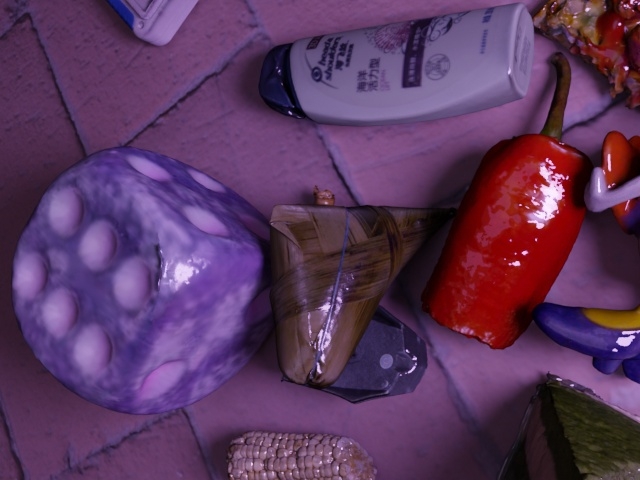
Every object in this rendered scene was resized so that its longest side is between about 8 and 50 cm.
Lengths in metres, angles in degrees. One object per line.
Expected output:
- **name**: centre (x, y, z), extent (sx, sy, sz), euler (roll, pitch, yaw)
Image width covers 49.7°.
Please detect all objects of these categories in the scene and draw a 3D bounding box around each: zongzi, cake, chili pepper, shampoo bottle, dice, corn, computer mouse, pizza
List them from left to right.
- **dice**: centre (-0.223, 0.052, 0.938), extent (0.270, 0.271, 0.270), euler (40, 106, 26)
- **corn**: centre (-0.030, 0.294, 0.922), extent (0.210, 0.087, 0.087), euler (-11, 81, 26)
- **computer mouse**: centre (0.039, 0.146, 0.902), extent (0.231, 0.071, 0.126), euler (4, 75, 37)
- **zongzi**: centre (0.059, 0.063, 0.832), extent (0.242, 0.112, 0.221), euler (-1, 73, -9)
- **shampoo bottle**: centre (0.080, -0.210, 0.880), extent (0.359, 0.078, 0.134), euler (2, 73, 33)
- **chili pepper**: centre (0.232, -0.050, 0.770), extent (0.134, 0.131, 0.338), euler (29, 100, 27)
- **cake**: centre (0.271, 0.258, 0.654), extent (0.172, 0.283, 0.158), euler (22, 98, 12)
- **pizza**: centre (0.350, -0.234, 0.753), extent (0.201, 0.053, 0.193), euler (-25, 70, 22)

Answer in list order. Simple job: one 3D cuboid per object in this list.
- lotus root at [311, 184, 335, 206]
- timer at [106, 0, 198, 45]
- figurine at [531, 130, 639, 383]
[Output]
- **lotus root**: centre (0.000, 0.000, 0.936), extent (0.073, 0.062, 0.150), euler (5, 90, 29)
- **timer**: centre (-0.247, -0.457, 1.099), extent (0.178, 0.078, 0.253), euler (48, 109, 24)
- **figurine**: centre (0.367, -0.049, 0.666), extent (0.193, 0.154, 0.421), euler (23, 102, 40)
